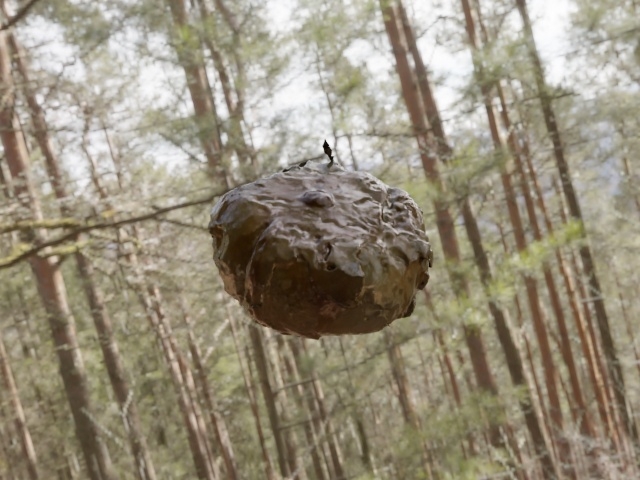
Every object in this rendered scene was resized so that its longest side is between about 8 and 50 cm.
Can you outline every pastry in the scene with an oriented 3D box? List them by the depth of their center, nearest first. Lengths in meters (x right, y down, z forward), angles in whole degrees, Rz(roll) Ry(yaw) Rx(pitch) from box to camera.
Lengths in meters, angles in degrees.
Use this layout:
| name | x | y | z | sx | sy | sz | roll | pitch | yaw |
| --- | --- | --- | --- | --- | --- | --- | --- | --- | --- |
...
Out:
| name | x | y | z | sx | sy | sz | roll | pitch | yaw |
| --- | --- | --- | --- | --- | --- | --- | --- | --- | --- |
| pastry | 0.000 | 0.005 | 0.545 | 0.153 | 0.153 | 0.081 | -18 | -37 | -35 |
